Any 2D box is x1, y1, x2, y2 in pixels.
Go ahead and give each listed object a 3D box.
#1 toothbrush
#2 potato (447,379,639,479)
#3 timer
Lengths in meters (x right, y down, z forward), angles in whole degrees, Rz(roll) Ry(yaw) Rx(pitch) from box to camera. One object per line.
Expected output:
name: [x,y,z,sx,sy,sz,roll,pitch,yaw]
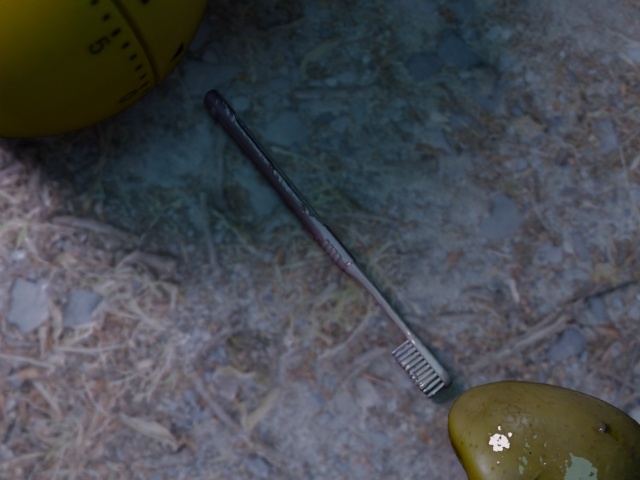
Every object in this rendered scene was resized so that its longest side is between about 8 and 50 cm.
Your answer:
toothbrush: [0.000,0.000,1.456,0.029,0.024,0.354,-37,78,-9]
potato: [0.196,0.195,1.352,0.194,0.157,0.157,37,69,21]
timer: [-0.229,-0.287,1.357,0.376,0.376,0.387,44,81,10]
